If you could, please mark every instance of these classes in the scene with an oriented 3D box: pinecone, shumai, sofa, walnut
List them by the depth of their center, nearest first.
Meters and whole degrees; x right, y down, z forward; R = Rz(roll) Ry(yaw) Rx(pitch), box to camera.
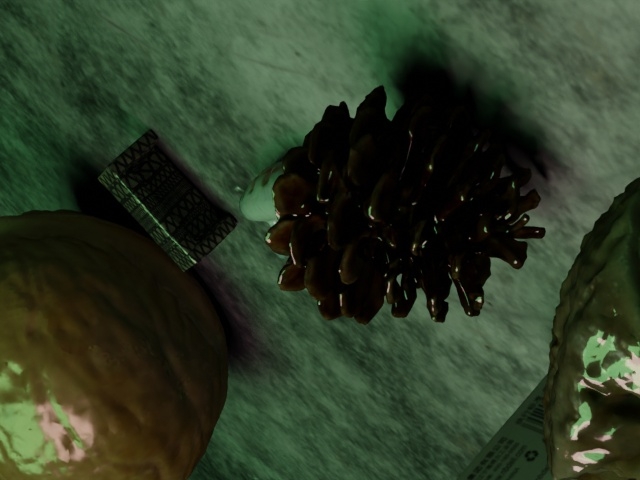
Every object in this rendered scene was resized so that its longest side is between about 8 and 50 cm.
[{"bbox_3d":[0.224,0.082,0.983,0.185,0.184,0.218,46,121,42],"label":"shumai"},{"bbox_3d":[0.064,-0.017,1.163,0.165,0.163,0.163,13,144,28],"label":"pinecone"},{"bbox_3d":[-0.136,-0.035,1.594,0.118,0.060,0.039,48,151,-4],"label":"sofa"},{"bbox_3d":[-0.246,0.121,1.771,0.333,0.333,0.333,37,156,19],"label":"walnut"}]

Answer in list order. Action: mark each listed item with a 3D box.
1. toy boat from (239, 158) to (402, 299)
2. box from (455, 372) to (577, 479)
[{"bbox_3d":[0.000,0.000,1.401,0.134,0.079,0.207,55,158,-16],"label":"toy boat"},{"bbox_3d":[0.180,0.171,1.250,0.099,0.182,0.133,21,151,44],"label":"box"}]
